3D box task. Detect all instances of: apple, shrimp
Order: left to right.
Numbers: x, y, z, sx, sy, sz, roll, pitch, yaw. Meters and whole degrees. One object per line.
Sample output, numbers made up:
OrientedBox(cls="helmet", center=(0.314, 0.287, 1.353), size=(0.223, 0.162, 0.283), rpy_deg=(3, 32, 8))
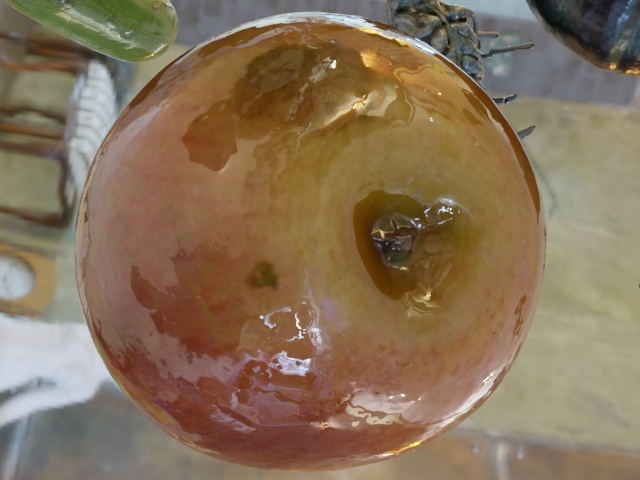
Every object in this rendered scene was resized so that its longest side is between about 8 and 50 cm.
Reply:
OrientedBox(cls="apple", center=(0.000, 0.000, 0.980), size=(0.364, 0.363, 0.364), rpy_deg=(-172, -90, -86))
OrientedBox(cls="shrimp", center=(0.139, -0.230, 1.489), size=(0.166, 0.221, 0.411), rpy_deg=(0, -71, 46))

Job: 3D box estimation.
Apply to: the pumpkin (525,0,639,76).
OrientedBox(cls="pumpkin", center=(0.361, -0.311, 1.446), size=(0.315, 0.315, 0.238), rpy_deg=(-86, -173, -47))

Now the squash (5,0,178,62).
OrientedBox(cls="squash", center=(-0.311, -0.310, 1.574), size=(0.370, 0.118, 0.118), rpy_deg=(20, 74, -54))
